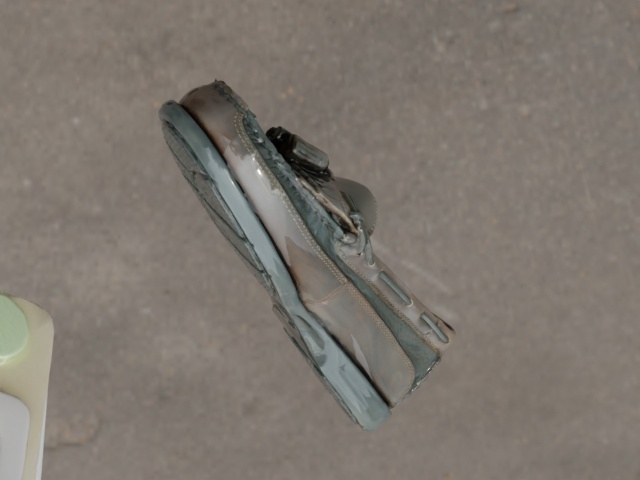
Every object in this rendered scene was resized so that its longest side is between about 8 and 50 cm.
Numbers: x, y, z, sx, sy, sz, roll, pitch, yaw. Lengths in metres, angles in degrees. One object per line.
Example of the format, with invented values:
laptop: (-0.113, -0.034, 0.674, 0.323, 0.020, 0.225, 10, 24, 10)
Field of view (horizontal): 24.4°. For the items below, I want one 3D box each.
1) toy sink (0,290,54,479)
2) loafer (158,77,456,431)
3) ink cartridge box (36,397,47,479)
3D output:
toy sink: (-0.199, 0.094, 0.616, 0.131, 0.152, 0.234, 22, 137, -28)
loafer: (0.000, 0.000, 0.795, 0.084, 0.096, 0.267, -36, 137, -6)
ink cartridge box: (-0.245, 0.142, 0.966, 0.072, 0.127, 0.175, 5, 178, -32)
